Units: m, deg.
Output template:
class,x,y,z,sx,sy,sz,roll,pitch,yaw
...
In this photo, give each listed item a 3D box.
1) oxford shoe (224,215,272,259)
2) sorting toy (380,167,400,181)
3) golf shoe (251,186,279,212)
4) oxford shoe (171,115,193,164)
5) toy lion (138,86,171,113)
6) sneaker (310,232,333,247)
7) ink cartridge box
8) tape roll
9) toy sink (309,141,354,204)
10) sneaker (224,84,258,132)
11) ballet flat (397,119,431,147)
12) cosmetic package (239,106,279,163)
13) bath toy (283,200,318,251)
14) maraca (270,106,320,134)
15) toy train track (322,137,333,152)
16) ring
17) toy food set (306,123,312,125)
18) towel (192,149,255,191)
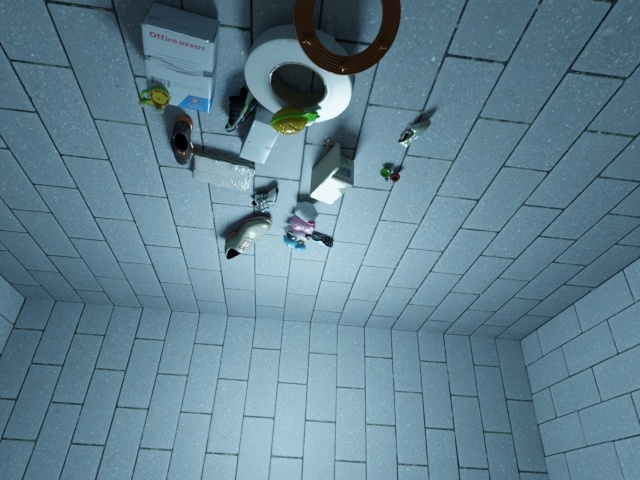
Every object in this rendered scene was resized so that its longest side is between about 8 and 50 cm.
class,x,y,z,sx,sy,sz,roll,pitch,yaw
oxford shoe,-0.399,-0.005,2.448,0.141,0.146,0.397,26,141,-30
sorting toy,0.316,-0.303,2.036,0.102,0.042,0.061,28,126,-15
golf shoe,-0.275,-0.206,2.193,0.094,0.077,0.198,21,142,-25
oxford shoe,-0.597,-0.402,1.890,0.097,0.098,0.271,9,147,-10
toy lion,-0.583,-0.503,1.565,0.100,0.034,0.096,17,140,-18
sneaker,0.000,0.000,2.523,0.162,0.063,0.073,23,160,-22
ink cartridge box,-0.473,-0.615,1.520,0.223,0.129,0.307,11,147,-10
tape roll,-0.071,-0.568,1.554,0.392,0.072,0.392,10,155,5
toy sink,0.067,-0.292,1.962,0.131,0.152,0.234,19,143,-24
sneaker,-0.320,-0.520,1.730,0.097,0.084,0.235,44,133,-14
ballet flat,0.376,-0.438,1.802,0.052,0.057,0.168,27,141,-17
cosmetic package,-0.248,-0.430,1.835,0.117,0.085,0.231,14,147,-18
bath toy,-0.089,-0.071,2.343,0.151,0.129,0.348,-22,158,-27
maraca,-0.094,-0.443,1.629,0.186,0.099,0.127,-9,-179,11
toy train track,0.029,-0.406,1.913,0.048,0.014,0.083,6,148,-5
ring,0.086,-0.670,1.334,0.337,0.032,0.336,-6,121,-11
toy food set,-0.060,-0.494,1.778,0.083,0.020,0.083,0,148,4
towel,-0.451,-0.316,2.060,0.282,0.049,0.187,11,146,-13
